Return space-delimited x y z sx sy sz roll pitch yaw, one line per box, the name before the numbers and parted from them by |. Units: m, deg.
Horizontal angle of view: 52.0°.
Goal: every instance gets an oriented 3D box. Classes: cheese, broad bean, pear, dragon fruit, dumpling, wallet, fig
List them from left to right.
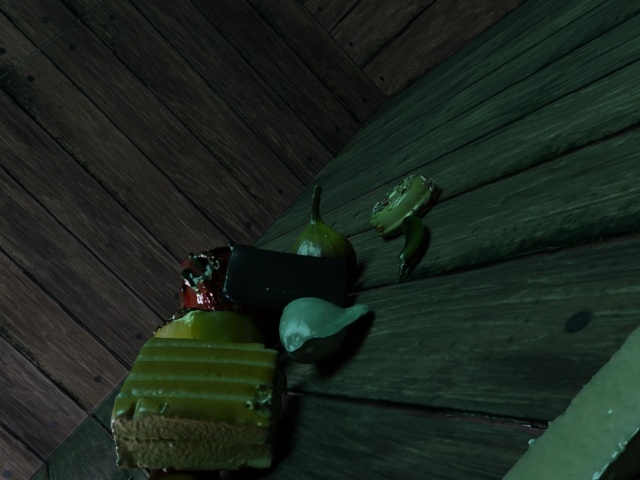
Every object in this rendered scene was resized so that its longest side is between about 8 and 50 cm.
pear | -0.201 0.270 1.232 0.267 0.267 0.178 -41 42 15
dragon fruit | -0.186 0.125 1.406 0.244 0.299 0.244 -27 43 28
wallet | -0.060 0.079 1.262 0.044 0.250 0.149 101 179 -46
dumpling | 0.004 0.154 1.121 0.217 0.149 0.104 -160 77 -86
fig | 0.013 0.011 1.416 0.160 0.143 0.230 -33 37 65
broad bean | 0.168 -0.001 1.223 0.069 0.039 0.226 -45 9 28
cheese | 0.256 0.093 0.490 0.400 0.034 0.085 -45 10 -6

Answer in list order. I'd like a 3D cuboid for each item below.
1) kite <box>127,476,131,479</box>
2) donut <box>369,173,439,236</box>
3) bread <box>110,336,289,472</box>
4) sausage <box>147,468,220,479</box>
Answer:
kite | -0.437 0.563 1.376 0.127 0.016 0.229 -51 11 -20
donut | 0.177 -0.079 1.424 0.174 0.068 0.174 -43 11 10
bread | -0.175 0.251 1.021 0.239 0.246 0.110 -92 4 -71
sausage | -0.206 0.393 0.914 0.112 0.112 0.328 -43 12 8
